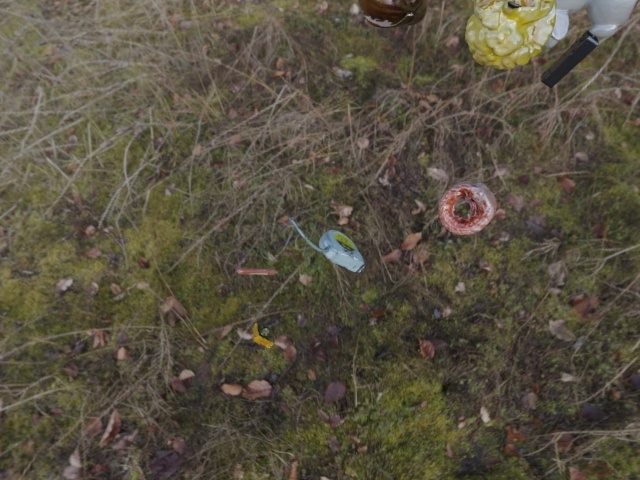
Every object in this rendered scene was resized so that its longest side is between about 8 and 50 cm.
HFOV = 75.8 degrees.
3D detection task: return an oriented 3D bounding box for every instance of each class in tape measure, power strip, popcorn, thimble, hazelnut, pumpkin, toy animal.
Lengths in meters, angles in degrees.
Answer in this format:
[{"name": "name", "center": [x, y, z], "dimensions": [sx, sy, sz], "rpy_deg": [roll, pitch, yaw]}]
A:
[{"name": "tape measure", "center": [0.000, 0.001, 1.407], "dimensions": [0.084, 0.331, 0.164], "rpy_deg": [-54, 29, 18]}, {"name": "power strip", "center": [0.490, -0.355, 0.812], "dimensions": [0.029, 0.111, 0.037], "rpy_deg": [32, 50, -7]}, {"name": "popcorn", "center": [0.346, -0.411, 0.764], "dimensions": [0.180, 0.170, 0.179], "rpy_deg": [0, 89, 0]}, {"name": "thimble", "center": [0.650, -0.144, 1.822], "dimensions": [0.239, 0.239, 0.162], "rpy_deg": [30, 30, 23]}, {"name": "hazelnut", "center": [0.233, -0.757, 1.265], "dimensions": [0.217, 0.252, 0.216], "rpy_deg": [2, 93, 33]}, {"name": "pumpkin", "center": [-0.207, 0.342, 1.500], "dimensions": [0.054, 0.083, 0.074], "rpy_deg": [-45, 32, 18]}, {"name": "toy animal", "center": [0.596, -0.537, 0.923], "dimensions": [0.193, 0.178, 0.127], "rpy_deg": [3, 23, 19]}]

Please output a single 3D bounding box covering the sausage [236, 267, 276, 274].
[{"name": "sausage", "center": [-0.302, 0.149, 1.966], "dimensions": [0.223, 0.029, 0.029], "rpy_deg": [5, 46, -40]}]
